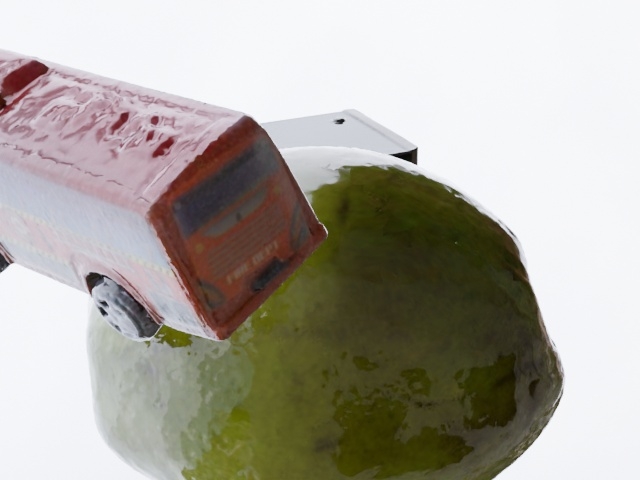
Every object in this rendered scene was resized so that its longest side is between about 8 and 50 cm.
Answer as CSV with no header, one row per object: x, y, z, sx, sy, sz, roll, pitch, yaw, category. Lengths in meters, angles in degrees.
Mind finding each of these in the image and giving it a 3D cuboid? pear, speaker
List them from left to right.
0.000,0.000,1.727,0.153,0.192,0.231,-10,-65,-24,speaker
0.001,0.080,1.453,0.413,0.352,0.352,-5,-47,0,pear

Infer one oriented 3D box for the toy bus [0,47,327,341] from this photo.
-0.085,-0.022,0.589,0.065,0.192,0.077,-45,-50,-26,toy bus
